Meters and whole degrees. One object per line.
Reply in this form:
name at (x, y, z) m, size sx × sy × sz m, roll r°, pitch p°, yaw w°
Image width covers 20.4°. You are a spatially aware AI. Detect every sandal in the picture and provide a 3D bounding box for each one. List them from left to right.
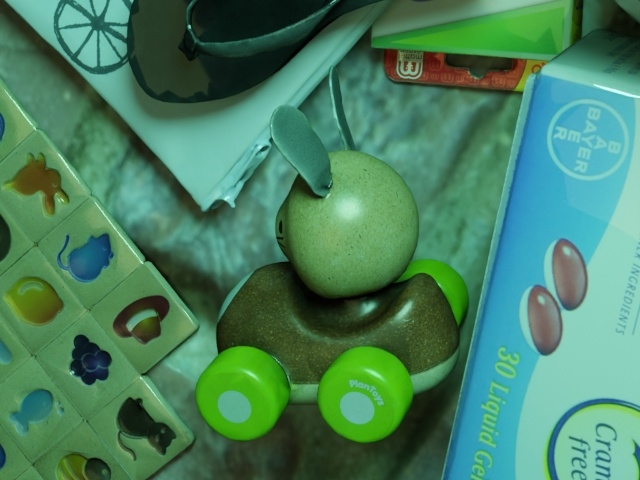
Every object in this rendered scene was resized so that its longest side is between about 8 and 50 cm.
sandal at (-0.017, -0.153, 1.016) m, size 0.254 × 0.054 × 0.097 m, roll -24°, pitch 96°, yaw 30°

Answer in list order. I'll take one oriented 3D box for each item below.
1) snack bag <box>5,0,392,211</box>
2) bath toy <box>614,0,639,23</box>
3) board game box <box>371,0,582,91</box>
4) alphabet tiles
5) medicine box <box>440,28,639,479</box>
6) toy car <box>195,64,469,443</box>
snack bag at (-0.084, -0.236, 1.074) m, size 0.342 × 0.037 × 0.323 m, roll 46°, pitch 120°, yaw 5°
bath toy at (0.312, -0.148, 0.920) m, size 0.348 × 0.151 × 0.129 m, roll 0°, pitch 139°, yaw 21°
board game box at (0.093, -0.214, 1.031) m, size 0.124 × 0.039 × 0.259 m, roll 7°, pitch 109°, yaw 20°
alphabet tiles at (-0.251, 0.051, 1.240) m, size 0.285 × 0.011 × 0.342 m, roll -40°, pitch 88°, yaw 24°
medicine box at (0.242, 0.050, 0.980) m, size 0.289 × 0.149 × 0.263 m, roll 16°, pitch 109°, yaw 16°
toy car at (0.000, 0.000, 1.039) m, size 0.149 × 0.155 × 0.188 m, roll -1°, pitch 112°, yaw 20°
